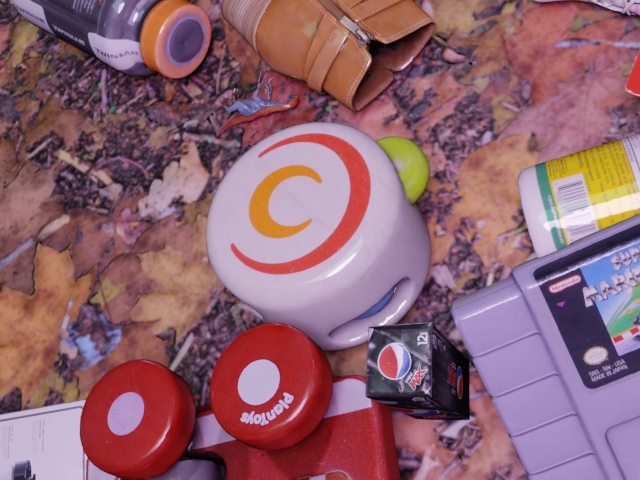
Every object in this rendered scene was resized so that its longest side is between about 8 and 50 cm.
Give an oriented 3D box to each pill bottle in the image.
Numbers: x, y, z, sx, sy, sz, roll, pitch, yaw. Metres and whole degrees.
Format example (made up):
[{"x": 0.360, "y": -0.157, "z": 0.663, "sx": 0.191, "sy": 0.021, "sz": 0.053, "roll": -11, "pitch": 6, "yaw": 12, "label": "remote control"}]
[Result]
[{"x": -0.245, "y": -0.276, "z": 0.965, "sx": 0.245, "sy": 0.130, "sz": 0.130, "roll": 31, "pitch": 85, "yaw": 27, "label": "pill bottle"}, {"x": 0.285, "y": -0.035, "z": 0.687, "sx": 0.208, "sy": 0.117, "sz": 0.118, "roll": -17, "pitch": 67, "yaw": 20, "label": "pill bottle"}]

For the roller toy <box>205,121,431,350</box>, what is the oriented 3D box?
[{"x": 0.000, "y": 0.000, "z": 0.772, "sx": 0.209, "sy": 0.146, "sz": 0.191, "roll": 4, "pitch": 64, "yaw": 27, "label": "roller toy"}]

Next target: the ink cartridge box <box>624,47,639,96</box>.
[{"x": 0.476, "y": -0.260, "z": 0.687, "sx": 0.308, "sy": 0.091, "sz": 0.385, "roll": 22, "pitch": 79, "yaw": 14, "label": "ink cartridge box"}]

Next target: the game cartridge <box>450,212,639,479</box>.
[{"x": 0.304, "y": 0.075, "z": 0.619, "sx": 0.355, "sy": 0.068, "sz": 0.230, "roll": -25, "pitch": 106, "yaw": 11, "label": "game cartridge"}]

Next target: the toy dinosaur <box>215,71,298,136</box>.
[{"x": -0.067, "y": -0.151, "z": 0.920, "sx": 0.082, "sy": 0.047, "sz": 0.090, "roll": 22, "pitch": 114, "yaw": 16, "label": "toy dinosaur"}]

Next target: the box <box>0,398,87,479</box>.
[{"x": -0.334, "y": 0.271, "z": 0.835, "sx": 0.289, "sy": 0.087, "sz": 0.169, "roll": -14, "pitch": 68, "yaw": 16, "label": "box"}]

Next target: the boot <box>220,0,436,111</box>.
[{"x": 0.040, "y": -0.294, "z": 0.876, "sx": 0.220, "sy": 0.109, "sz": 0.283, "roll": 41, "pitch": 91, "yaw": 28, "label": "boot"}]

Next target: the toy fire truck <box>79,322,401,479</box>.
[{"x": -0.069, "y": 0.230, "z": 0.683, "sx": 0.302, "sy": 0.169, "sz": 0.254, "roll": -17, "pitch": 56, "yaw": 15, "label": "toy fire truck"}]

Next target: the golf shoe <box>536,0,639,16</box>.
[{"x": 0.295, "y": -0.259, "z": 0.795, "sx": 0.186, "sy": 0.067, "sz": 0.086, "roll": -8, "pitch": 71, "yaw": 18, "label": "golf shoe"}]

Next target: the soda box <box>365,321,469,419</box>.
[{"x": 0.087, "y": 0.116, "z": 0.687, "sx": 0.053, "sy": 0.169, "sz": 0.060, "roll": -3, "pitch": 71, "yaw": 20, "label": "soda box"}]
